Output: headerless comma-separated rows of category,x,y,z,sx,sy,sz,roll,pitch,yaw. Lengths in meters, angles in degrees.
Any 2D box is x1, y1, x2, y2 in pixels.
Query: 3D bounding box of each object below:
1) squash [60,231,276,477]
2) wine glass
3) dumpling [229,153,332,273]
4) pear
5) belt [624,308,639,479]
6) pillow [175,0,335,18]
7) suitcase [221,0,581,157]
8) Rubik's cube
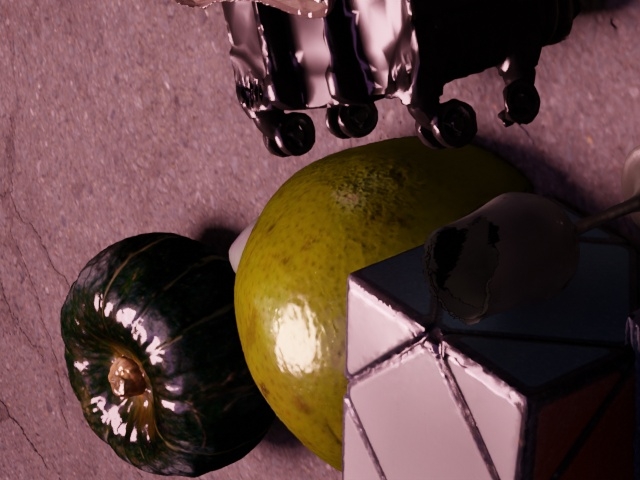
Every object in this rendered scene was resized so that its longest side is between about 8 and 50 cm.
squash,-0.147,0.116,1.863,0.252,0.165,0.252,33,134,42
wine glass,0.165,-0.005,1.278,0.079,0.195,0.079,34,134,43
dumpling,0.003,0.009,1.653,0.105,0.149,0.216,45,176,-41
pear,0.005,0.030,1.502,0.239,0.139,0.288,36,111,42
belt,0.284,0.133,1.239,0.122,0.128,0.218,49,153,46
pillow,-0.060,-0.219,1.284,0.232,0.038,0.131,14,121,55
suitcase,0.027,-0.285,1.331,0.283,0.194,0.434,0,108,58
Rubik's cube,0.153,0.118,1.360,0.205,0.205,0.207,34,135,44
